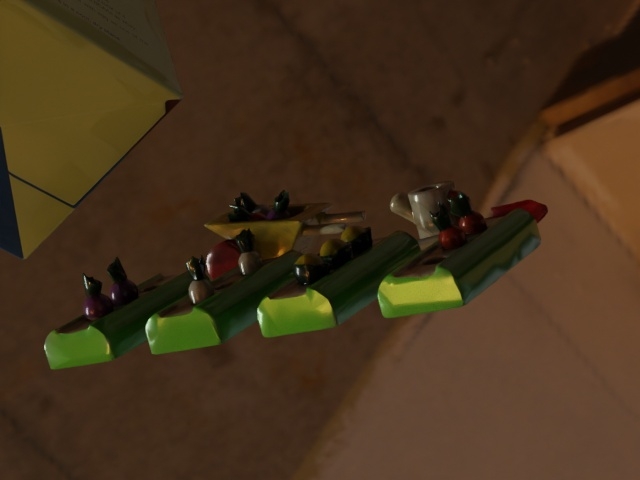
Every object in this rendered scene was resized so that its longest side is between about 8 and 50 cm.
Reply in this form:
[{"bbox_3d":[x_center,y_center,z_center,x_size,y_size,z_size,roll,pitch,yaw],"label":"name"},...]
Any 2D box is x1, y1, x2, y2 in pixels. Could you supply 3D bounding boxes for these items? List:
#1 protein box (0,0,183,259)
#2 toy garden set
[{"bbox_3d":[-0.204,-0.135,0.917,0.200,0.136,0.201,30,-153,-37],"label":"protein box"},{"bbox_3d":[0.000,0.000,0.932,0.204,0.244,0.049,-31,-72,-59],"label":"toy garden set"}]
